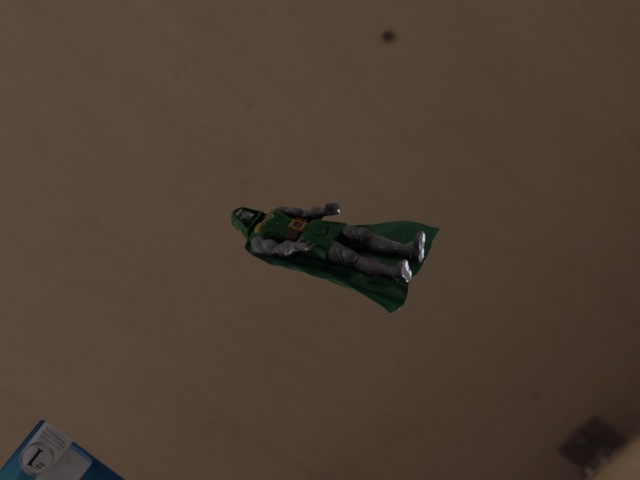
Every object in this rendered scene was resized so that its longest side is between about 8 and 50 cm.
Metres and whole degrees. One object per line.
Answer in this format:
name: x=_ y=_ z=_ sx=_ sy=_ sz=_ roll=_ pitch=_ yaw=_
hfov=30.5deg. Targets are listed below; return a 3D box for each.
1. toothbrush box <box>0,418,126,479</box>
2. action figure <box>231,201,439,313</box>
toothbrush box: x=-0.286 y=0.364 z=1.167 sx=0.295 sy=0.216 sz=0.126 roll=-52 pitch=178 yaw=-21
action figure: x=0.000 y=0.000 z=1.316 sx=0.232 sy=0.063 sz=0.137 roll=12 pitch=-137 yaw=24
